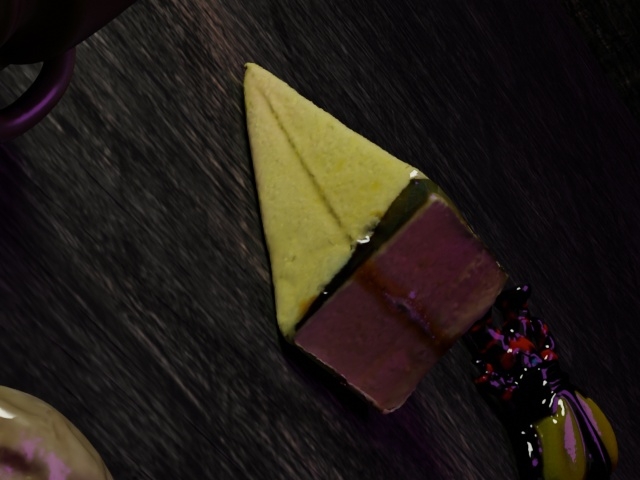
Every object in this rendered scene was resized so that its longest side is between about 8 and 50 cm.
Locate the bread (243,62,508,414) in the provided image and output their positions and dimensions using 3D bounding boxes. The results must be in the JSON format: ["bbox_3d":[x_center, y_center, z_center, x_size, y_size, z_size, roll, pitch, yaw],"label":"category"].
[{"bbox_3d":[-0.001,-0.003,1.524,0.264,0.163,0.167,38,-4,45],"label":"bread"}]

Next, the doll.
[{"bbox_3d":[0.221,0.166,1.840,0.088,0.127,0.248,138,-69,-73],"label":"doll"}]

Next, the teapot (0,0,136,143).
[{"bbox_3d":[-0.192,-0.169,1.036,0.175,0.185,0.267,-41,139,-38],"label":"teapot"}]

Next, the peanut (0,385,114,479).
[{"bbox_3d":[-0.104,0.185,0.815,0.313,0.149,0.149,55,20,-25],"label":"peanut"}]
